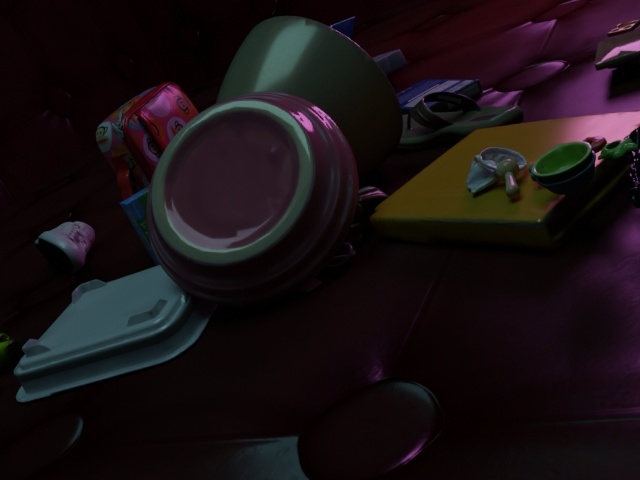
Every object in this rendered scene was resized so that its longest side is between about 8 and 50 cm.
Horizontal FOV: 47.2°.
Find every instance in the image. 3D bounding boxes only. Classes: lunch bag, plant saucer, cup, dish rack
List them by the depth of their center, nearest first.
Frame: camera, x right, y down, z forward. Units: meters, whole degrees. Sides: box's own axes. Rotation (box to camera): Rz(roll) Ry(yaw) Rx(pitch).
[{"bbox_3d":[-0.114,-0.073,1.052,0.332,0.084,0.332,-7,70,18],"label":"plant saucer"},{"bbox_3d":[-0.314,0.116,1.159,0.333,0.072,0.285,-17,22,19],"label":"dish rack"},{"bbox_3d":[-0.058,-0.177,1.257,0.331,0.331,0.237,-2,44,48],"label":"cup"},{"bbox_3d":[-0.311,-0.144,1.461,0.120,0.293,0.258,-14,27,31],"label":"lunch bag"}]

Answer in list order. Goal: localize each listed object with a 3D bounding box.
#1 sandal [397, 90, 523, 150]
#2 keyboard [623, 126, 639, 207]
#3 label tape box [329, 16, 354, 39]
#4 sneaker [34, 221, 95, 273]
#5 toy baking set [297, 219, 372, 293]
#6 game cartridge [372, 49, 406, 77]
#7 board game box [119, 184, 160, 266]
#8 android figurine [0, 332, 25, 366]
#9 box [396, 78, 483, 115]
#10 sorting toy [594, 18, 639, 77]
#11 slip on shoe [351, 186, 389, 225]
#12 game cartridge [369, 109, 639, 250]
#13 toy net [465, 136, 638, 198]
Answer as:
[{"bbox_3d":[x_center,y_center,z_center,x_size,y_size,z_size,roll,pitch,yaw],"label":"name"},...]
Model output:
[{"bbox_3d":[0.230,-0.229,1.323,0.120,0.086,0.303,-39,24,-32],"label":"sandal"},{"bbox_3d":[0.416,-0.078,0.770,0.202,0.033,0.317,-1,29,23],"label":"keyboard"},{"bbox_3d":[-0.041,-0.498,2.142,0.348,0.115,0.249,-25,-1,-2],"label":"label tape box"},{"bbox_3d":[-0.575,-0.002,1.687,0.123,0.105,0.290,-37,22,-22],"label":"sneaker"},{"bbox_3d":[-0.005,0.000,1.127,0.197,0.030,0.256,-7,27,40],"label":"toy baking set"},{"bbox_3d":[0.093,-0.433,1.972,0.230,0.068,0.355,-23,13,-2],"label":"game cartridge"},{"bbox_3d":[-0.235,-0.054,1.341,0.211,0.160,0.039,-37,24,-26],"label":"board game box"},{"bbox_3d":[-0.641,0.243,1.249,0.273,0.056,0.248,-18,22,18],"label":"android figurine"},{"bbox_3d":[0.229,-0.303,1.571,0.136,0.036,0.225,-31,22,-13],"label":"box"},{"bbox_3d":[0.541,-0.321,1.238,0.132,0.046,0.274,-14,24,30],"label":"sorting toy"},{"bbox_3d":[0.048,-0.043,1.099,0.135,0.051,0.041,-22,32,-34],"label":"slip on shoe"},{"bbox_3d":[0.257,-0.084,1.008,0.285,0.052,0.324,-37,21,-27],"label":"game cartridge"},{"bbox_3d":[0.258,-0.100,0.888,0.122,0.045,0.232,-41,22,-16],"label":"toy net"}]
